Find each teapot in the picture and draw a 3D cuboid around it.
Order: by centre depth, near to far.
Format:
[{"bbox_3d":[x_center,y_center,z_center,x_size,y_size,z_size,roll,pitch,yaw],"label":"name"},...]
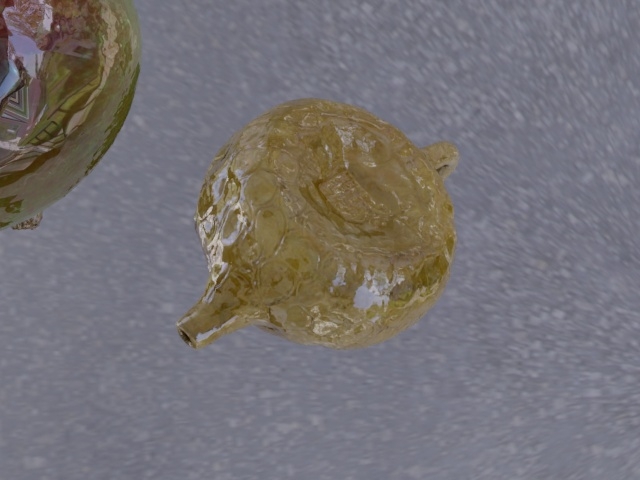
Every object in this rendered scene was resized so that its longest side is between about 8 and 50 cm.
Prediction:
[{"bbox_3d":[0.000,0.000,1.328,0.203,0.311,0.167,49,135,9],"label":"teapot"}]

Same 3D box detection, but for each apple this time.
[{"bbox_3d":[-0.194,-0.085,0.841,0.174,0.207,0.188,43,77,12],"label":"apple"}]

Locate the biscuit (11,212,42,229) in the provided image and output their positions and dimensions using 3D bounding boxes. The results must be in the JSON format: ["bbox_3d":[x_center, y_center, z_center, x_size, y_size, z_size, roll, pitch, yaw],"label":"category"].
[{"bbox_3d":[-0.258,-0.078,1.388,0.034,0.199,0.064,0,121,-18],"label":"biscuit"}]
